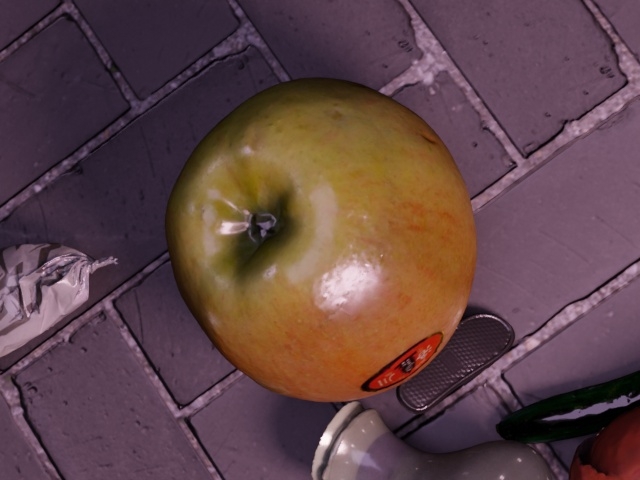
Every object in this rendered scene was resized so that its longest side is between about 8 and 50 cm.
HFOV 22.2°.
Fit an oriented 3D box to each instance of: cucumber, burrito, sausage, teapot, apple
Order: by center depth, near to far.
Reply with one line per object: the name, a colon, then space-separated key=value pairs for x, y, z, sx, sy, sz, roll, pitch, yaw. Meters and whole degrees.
sausage: x=0.392 y=0.225 z=1.691 sx=0.280 sy=0.152 sz=0.152 roll=-26 pitch=78 yaw=20
apple: x=0.000 y=0.000 z=1.730 sx=0.339 sy=0.305 sz=0.338 roll=-8 pitch=70 yaw=21
teapot: x=0.119 y=0.271 z=1.761 sx=0.251 sy=0.183 sz=0.183 roll=25 pitch=90 yaw=25
cucumber: x=0.325 y=0.173 z=1.774 sx=0.284 sy=0.056 sz=0.056 roll=-20 pitch=79 yaw=16
burrito: x=-0.436 y=0.097 z=1.949 sx=0.446 sy=0.101 sz=0.139 roll=-27 pitch=67 yaw=12

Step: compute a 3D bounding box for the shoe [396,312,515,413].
shoe: x=0.145 y=0.139 z=1.819 sx=0.159 sy=0.053 sz=0.062 roll=-37 pitch=77 yaw=-22
